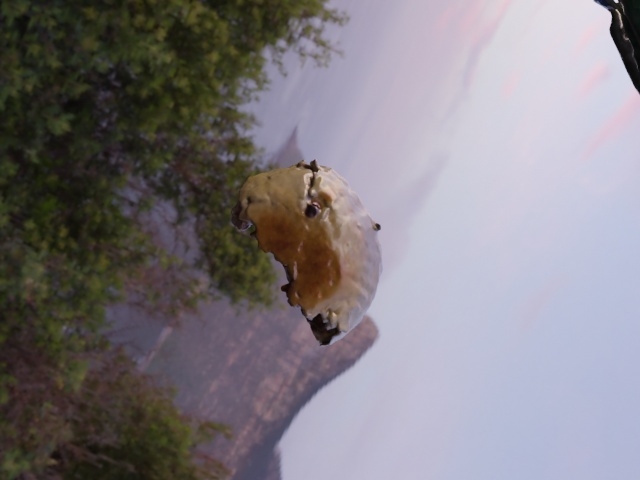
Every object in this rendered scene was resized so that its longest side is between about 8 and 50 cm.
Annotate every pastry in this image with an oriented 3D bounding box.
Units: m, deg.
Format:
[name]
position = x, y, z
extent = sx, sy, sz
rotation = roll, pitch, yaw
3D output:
[pastry]
position = 0.004, 0.006, 1.288
extent = 0.170, 0.256, 0.237
rotation = -29, 176, 6

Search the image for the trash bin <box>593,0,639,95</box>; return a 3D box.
[trash bin]
position = 0.302, -0.090, 0.257
extent = 0.381, 0.295, 0.259
rotation = -33, -115, 38
